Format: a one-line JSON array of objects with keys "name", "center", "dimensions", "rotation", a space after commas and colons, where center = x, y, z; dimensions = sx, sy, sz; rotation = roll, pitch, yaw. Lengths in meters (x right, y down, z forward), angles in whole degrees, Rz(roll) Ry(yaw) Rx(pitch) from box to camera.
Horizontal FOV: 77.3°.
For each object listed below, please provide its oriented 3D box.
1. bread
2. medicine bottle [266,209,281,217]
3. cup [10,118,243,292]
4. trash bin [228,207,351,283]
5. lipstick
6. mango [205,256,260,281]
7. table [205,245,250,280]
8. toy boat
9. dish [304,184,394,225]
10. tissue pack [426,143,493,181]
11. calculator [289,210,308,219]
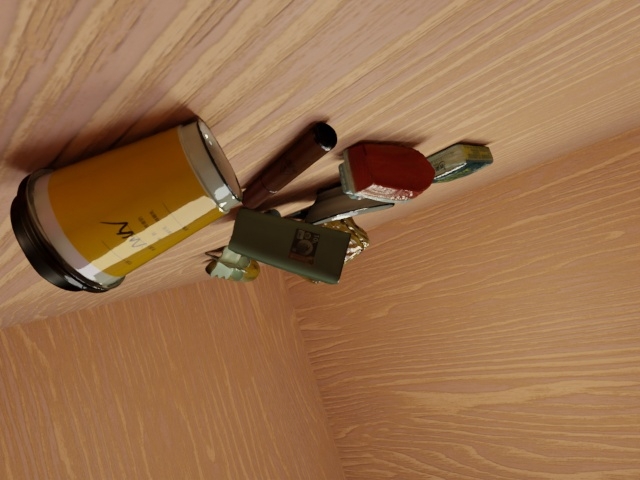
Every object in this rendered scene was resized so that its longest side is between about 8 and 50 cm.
[{"name": "bread", "center": [0.000, 0.000, 1.648], "dimensions": [0.324, 0.277, 0.167], "rotation": [-42, -153, 18]}, {"name": "medicine bottle", "center": [-0.216, -0.057, 1.424], "dimensions": [0.191, 0.051, 0.051], "rotation": [-23, 173, 41]}, {"name": "cup", "center": [-0.265, -0.055, 0.578], "dimensions": [0.279, 0.196, 0.196], "rotation": [-26, 175, 1]}, {"name": "trash bin", "center": [-0.097, 0.022, 1.255], "dimensions": [0.343, 0.158, 0.223], "rotation": [14, 173, -3]}, {"name": "lipstick", "center": [-0.082, -0.147, 0.861], "dimensions": [0.057, 0.057, 0.356], "rotation": [-14, 174, -35]}, {"name": "mango", "center": [-0.487, 0.152, 2.265], "dimensions": [0.176, 0.175, 0.329], "rotation": [-42, 149, 16]}, {"name": "table", "center": [-0.450, 0.108, 1.923], "dimensions": [0.166, 0.166, 0.198], "rotation": [-18, 167, 9]}, {"name": "toy boat", "center": [0.175, -0.163, 1.047], "dimensions": [0.332, 0.145, 0.133], "rotation": [-4, 168, -44]}, {"name": "dish", "center": [0.082, -0.128, 1.320], "dimensions": [0.316, 0.106, 0.316], "rotation": [-13, 179, 0]}, {"name": "tissue pack", "center": [0.459, -0.259, 1.375], "dimensions": [0.185, 0.081, 0.257], "rotation": [-23, 173, 41]}, {"name": "calculator", "center": [-0.076, -0.101, 1.639], "dimensions": [0.057, 0.018, 0.172], "rotation": [-21, 173, 15]}]
